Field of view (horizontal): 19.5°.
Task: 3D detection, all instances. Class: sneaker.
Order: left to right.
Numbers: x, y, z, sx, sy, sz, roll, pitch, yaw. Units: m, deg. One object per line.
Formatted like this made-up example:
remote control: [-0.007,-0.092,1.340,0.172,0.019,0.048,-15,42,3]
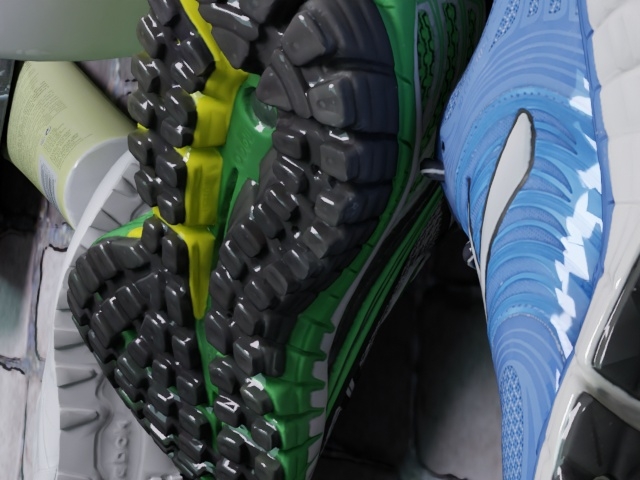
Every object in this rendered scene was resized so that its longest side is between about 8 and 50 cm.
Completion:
sneaker: [-0.106,0.055,0.944,0.095,0.090,0.235,-138,60,-64]
sneaker: [0.000,0.000,0.748,0.134,0.146,0.343,48,146,16]
sneaker: [0.107,0.005,0.581,0.147,0.129,0.330,171,105,-73]

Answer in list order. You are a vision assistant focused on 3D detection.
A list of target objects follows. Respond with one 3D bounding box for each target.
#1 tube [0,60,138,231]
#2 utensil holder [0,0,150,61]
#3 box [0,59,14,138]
tube: [-0.143,-0.061,1.051,0.070,0.062,0.240,-40,28,-6]
utensil holder: [-0.102,-0.307,0.704,0.385,0.327,0.328,104,151,-41]
box: [-0.240,-0.065,1.150,0.147,0.077,0.180,-129,50,-72]
